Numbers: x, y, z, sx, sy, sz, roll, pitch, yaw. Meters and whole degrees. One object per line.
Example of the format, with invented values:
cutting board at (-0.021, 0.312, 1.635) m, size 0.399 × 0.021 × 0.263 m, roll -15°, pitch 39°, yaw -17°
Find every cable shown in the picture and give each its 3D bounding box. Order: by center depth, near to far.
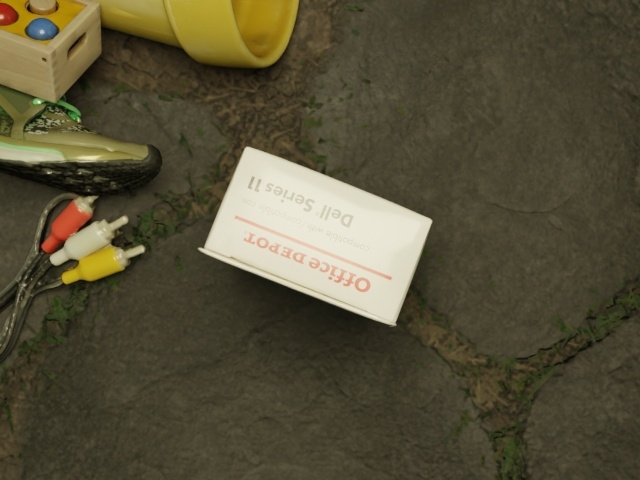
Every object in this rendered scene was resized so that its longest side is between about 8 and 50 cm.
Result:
cable at (-0.367, 0.041, 1.018) m, size 0.287 × 0.072 × 0.139 m, roll -37°, pitch 82°, yaw -1°

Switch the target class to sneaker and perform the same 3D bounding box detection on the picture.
sneaker at (-0.372, -0.174, 0.958) m, size 0.411 × 0.158 × 0.181 m, roll 15°, pitch 86°, yaw 14°

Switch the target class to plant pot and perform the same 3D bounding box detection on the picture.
plant pot at (-0.172, -0.341, 0.958) m, size 0.239 × 0.254 × 0.253 m, roll 7°, pitch 88°, yaw 16°

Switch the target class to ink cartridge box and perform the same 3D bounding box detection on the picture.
ink cartridge box at (0.000, 0.000, 0.875) m, size 0.207 × 0.353 × 0.119 m, roll 22°, pitch 88°, yaw 1°

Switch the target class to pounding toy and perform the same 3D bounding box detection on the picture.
pounding toy at (-0.328, -0.254, 0.908) m, size 0.130 × 0.100 × 0.141 m, roll 20°, pitch 49°, yaw 5°
